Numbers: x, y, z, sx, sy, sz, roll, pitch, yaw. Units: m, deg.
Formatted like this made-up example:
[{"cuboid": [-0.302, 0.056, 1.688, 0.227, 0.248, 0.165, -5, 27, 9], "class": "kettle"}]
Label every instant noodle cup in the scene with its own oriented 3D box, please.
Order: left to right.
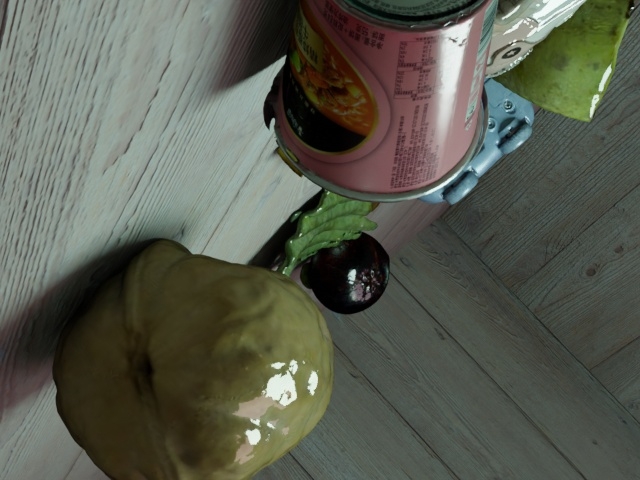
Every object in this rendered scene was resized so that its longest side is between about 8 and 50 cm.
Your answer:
[{"cuboid": [0.068, -0.192, 0.871, 0.244, 0.244, 0.255, -41, 163, -18], "class": "instant noodle cup"}]

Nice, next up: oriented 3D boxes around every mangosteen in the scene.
[{"cuboid": [0.063, 0.073, 2.265, 0.216, 0.216, 0.216, -42, 172, -7], "class": "mangosteen"}]

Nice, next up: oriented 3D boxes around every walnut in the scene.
[{"cuboid": [-0.162, 0.170, 1.191, 0.381, 0.381, 0.381, -42, 172, -7], "class": "walnut"}]

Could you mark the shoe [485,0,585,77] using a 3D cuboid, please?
[{"cuboid": [0.266, -0.345, 1.095, 0.351, 0.172, 0.198, -32, 163, 4], "class": "shoe"}]

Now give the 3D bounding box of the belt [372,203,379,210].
[{"cuboid": [0.103, -0.094, 2.025, 0.083, 0.059, 0.036, -47, 172, 32], "class": "belt"}]

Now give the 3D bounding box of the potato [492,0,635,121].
[{"cuboid": [0.391, -0.394, 1.510, 0.330, 0.213, 0.280, -67, 169, -53], "class": "potato"}]

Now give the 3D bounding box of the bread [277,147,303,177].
[{"cuboid": [0.012, -0.118, 1.365, 0.049, 0.088, 0.226, -44, 173, 18], "class": "bread"}]

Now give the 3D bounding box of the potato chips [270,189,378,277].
[{"cuboid": [-0.006, 0.004, 1.879, 0.389, 0.097, 0.373, -39, 170, -37], "class": "potato chips"}]

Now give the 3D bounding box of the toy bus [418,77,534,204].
[{"cuboid": [0.246, -0.205, 1.742, 0.294, 0.197, 0.232, -44, -178, -1], "class": "toy bus"}]
